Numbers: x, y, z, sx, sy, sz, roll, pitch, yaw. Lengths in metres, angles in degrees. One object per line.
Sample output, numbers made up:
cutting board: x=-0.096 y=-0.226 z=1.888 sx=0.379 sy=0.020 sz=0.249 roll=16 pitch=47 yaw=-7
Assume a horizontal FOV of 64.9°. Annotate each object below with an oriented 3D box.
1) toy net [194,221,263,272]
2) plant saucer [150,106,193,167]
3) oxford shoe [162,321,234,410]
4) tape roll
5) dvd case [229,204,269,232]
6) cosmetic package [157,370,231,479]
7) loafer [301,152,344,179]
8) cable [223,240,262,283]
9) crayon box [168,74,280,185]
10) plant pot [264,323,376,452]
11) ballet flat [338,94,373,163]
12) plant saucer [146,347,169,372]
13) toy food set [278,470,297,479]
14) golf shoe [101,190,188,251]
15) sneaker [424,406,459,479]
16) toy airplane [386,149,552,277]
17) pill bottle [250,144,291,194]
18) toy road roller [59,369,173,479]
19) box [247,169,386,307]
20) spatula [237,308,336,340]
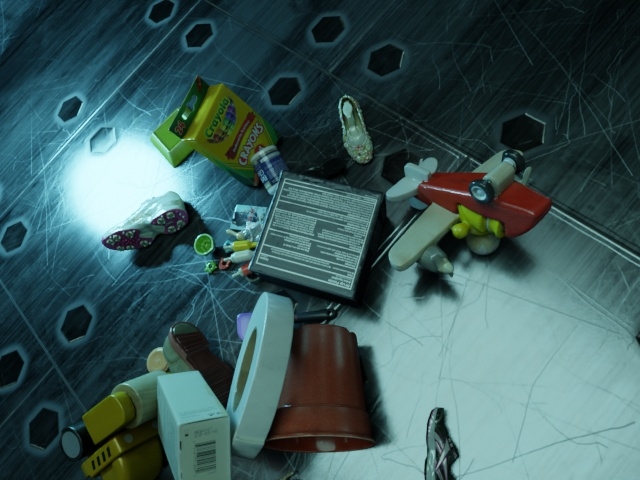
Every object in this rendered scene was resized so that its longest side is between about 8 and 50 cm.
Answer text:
toy net: x=-0.277 y=0.013 z=1.563 sx=0.232 sy=0.045 sz=0.122 roll=-22 pitch=69 yaw=13
plant saucer: x=-0.517 y=-0.387 z=1.815 sx=0.188 sy=0.045 sz=0.188 roll=-44 pitch=62 yaw=-1
oxford shoe: x=-0.332 y=0.399 z=1.425 sx=0.348 sy=0.122 sz=0.130 roll=53 pitch=124 yaw=23
tape roll: x=-0.154 y=0.321 z=1.224 sx=0.071 sy=0.392 sz=0.393 roll=16 pitch=73 yaw=-12
dvd case: x=-0.225 y=-0.069 z=1.604 sx=0.119 sy=0.013 sz=0.087 roll=8 pitch=73 yaw=21
cosmetic package: x=-0.303 y=0.431 z=1.173 sx=0.309 sy=0.113 sz=0.161 roll=-167 pitch=76 yaw=-65
loafer: x=0.000 y=-0.217 z=1.566 sx=0.169 sy=0.062 sz=0.061 roll=-23 pitch=25 yaw=17
cable: x=-0.145 y=0.032 z=1.501 sx=0.287 sy=0.072 sz=0.140 roll=-22 pitch=77 yaw=8
crayon box: x=-0.285 y=-0.332 z=1.553 sx=0.081 sy=0.318 sz=0.203 roll=10 pitch=72 yaw=45
plant pot: x=-0.007 y=0.362 z=1.234 sx=0.272 sy=0.272 sz=0.265 roll=-10 pitch=59 yaw=16
ballet flat: x=0.099 y=-0.350 z=1.563 sx=0.091 sy=0.077 sz=0.241 roll=-21 pitch=65 yaw=10
plant saucer: x=-0.492 y=0.367 z=1.528 sx=0.083 sy=0.013 sz=0.084 roll=-7 pitch=68 yaw=17
toy food set: x=-0.059 y=0.648 z=1.263 sx=0.077 sy=0.019 sz=0.122 roll=-36 pitch=70 yaw=4
golf shoe: x=-0.588 y=-0.064 z=1.689 sx=0.305 sy=0.115 sz=0.140 roll=-21 pitch=53 yaw=4
sneaker: x=0.287 y=0.485 z=1.184 sx=0.077 sy=0.072 sz=0.179 roll=4 pitch=79 yaw=8
toy airplane: x=0.362 y=-0.079 z=1.289 sx=0.385 sy=0.273 sz=0.385 roll=-22 pitch=26 yaw=20
pill bottle: x=-0.136 y=-0.199 z=1.554 sx=0.094 sy=0.094 sz=0.170 roll=-31 pitch=88 yaw=6
toy road roller: x=-0.504 y=0.530 z=1.349 sx=0.329 sy=0.202 sz=0.241 roll=-41 pitch=76 yaw=22
box: x=0.000 y=0.000 z=1.380 sx=0.295 sy=0.183 sz=0.294 roll=15 pitch=76 yaw=13
spatula: x=-0.097 y=0.229 z=1.432 sx=0.296 sy=0.030 sz=0.084 roll=-11 pitch=67 yaw=15
